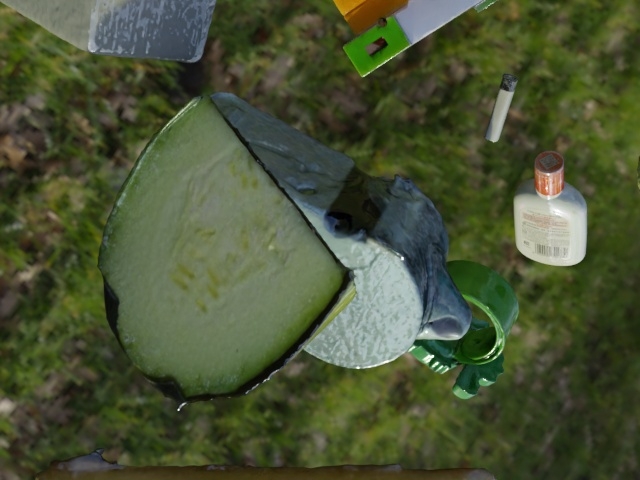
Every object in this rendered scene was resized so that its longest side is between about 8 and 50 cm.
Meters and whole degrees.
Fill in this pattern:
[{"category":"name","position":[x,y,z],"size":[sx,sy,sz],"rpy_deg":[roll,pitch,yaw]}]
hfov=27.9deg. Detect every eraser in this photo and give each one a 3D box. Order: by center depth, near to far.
[{"category":"eraser","position":[-0.231,-0.245,0.941],"size":[0.077,0.352,0.111],"rpy_deg":[-31,146,-51]}]

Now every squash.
[{"category":"squash","position":[-0.064,0.020,0.909],"size":[0.184,0.192,0.085],"rpy_deg":[-48,156,25]}]

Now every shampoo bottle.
[{"category":"shampoo bottle","position":[0.331,-0.045,1.854],"size":[0.221,0.108,0.051],"rpy_deg":[76,34,-53]}]

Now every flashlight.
[{"category":"flashlight","position":[0.215,-0.158,1.534],"size":[0.018,0.018,0.083],"rpy_deg":[-52,160,-55]}]

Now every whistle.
[{"category":"whistle","position":[0.014,-0.023,1.545],"size":[0.188,0.405,0.168],"rpy_deg":[-25,-162,27]}]

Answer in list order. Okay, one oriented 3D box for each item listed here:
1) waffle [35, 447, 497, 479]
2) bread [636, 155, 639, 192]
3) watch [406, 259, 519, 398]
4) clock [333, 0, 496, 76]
[{"category":"waffle","position":[-0.041,0.272,1.047],"size":[0.304,0.348,0.077],"rpy_deg":[91,0,-52]},{"category":"bread","position":[0.513,-0.086,1.782],"size":[0.129,0.114,0.111],"rpy_deg":[30,62,-30]},{"category":"watch","position":[0.204,0.108,1.729],"size":[0.152,0.165,0.131],"rpy_deg":[-52,-179,44]},{"category":"clock","position":[0.101,-0.325,1.235],"size":[0.309,0.235,0.166],"rpy_deg":[-32,-175,6]}]
